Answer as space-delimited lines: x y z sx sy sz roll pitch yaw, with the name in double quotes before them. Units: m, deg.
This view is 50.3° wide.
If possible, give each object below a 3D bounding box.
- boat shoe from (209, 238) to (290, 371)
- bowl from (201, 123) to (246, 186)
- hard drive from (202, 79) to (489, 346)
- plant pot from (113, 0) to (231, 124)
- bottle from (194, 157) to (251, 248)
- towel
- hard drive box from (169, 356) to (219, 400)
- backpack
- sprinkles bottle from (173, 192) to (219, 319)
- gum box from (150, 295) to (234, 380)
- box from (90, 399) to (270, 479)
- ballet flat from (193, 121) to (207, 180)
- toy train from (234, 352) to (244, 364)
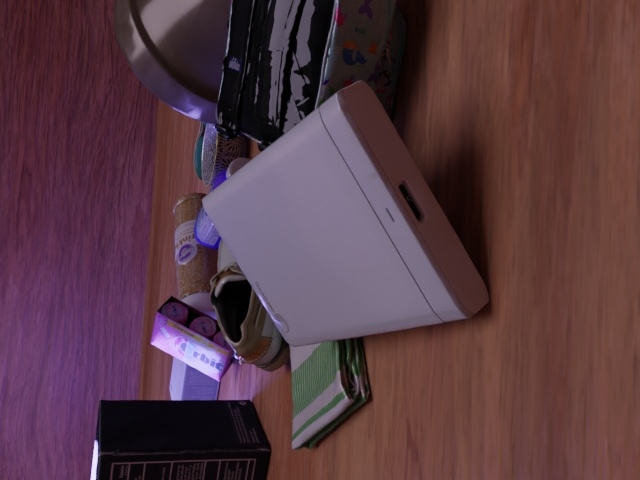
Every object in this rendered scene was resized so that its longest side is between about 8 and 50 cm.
"boat shoe" -0.133 0.082 1.186 0.113 0.103 0.302 -41 45 15
"bowl" -0.215 -0.204 1.550 0.170 0.080 0.170 -176 90 -69
"hard drive" 0.000 0.000 0.753 0.233 0.047 0.353 59 149 -5
"plant pot" -0.136 -0.396 1.120 0.280 0.323 0.323 -30 57 47
"bottle" -0.197 -0.080 1.445 0.283 0.092 0.118 133 154 -59
"towel" -0.011 0.117 0.999 0.248 0.038 0.325 122 146 -52
"hard drive box" -0.306 0.311 1.672 0.181 0.089 0.232 -128 46 -61
"backpack" -0.013 -0.243 0.828 0.225 0.191 0.253 29 121 44
"sprinkles bottle" -0.289 0.052 1.637 0.121 0.121 0.355 117 150 -46
"gum box" -0.264 0.213 1.465 0.062 0.188 0.107 -55 -11 -50
"box" -0.275 0.462 1.266 0.183 0.294 0.296 -133 52 -63
"ballet flat" -0.272 -0.273 1.743 0.086 0.086 0.248 -158 75 -69
"toy train" -0.132 0.156 1.311 0.166 0.046 0.125 118 145 -49
